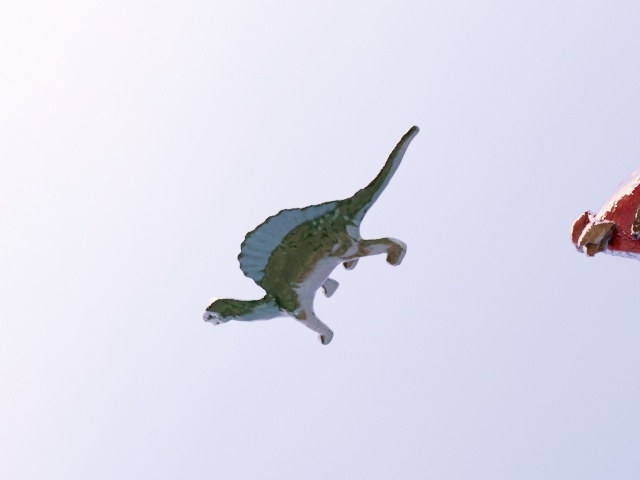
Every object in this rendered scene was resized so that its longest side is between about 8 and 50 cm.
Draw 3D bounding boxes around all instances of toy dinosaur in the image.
[{"bbox_3d":[0.000,0.001,0.357,0.119,0.060,0.029,-53,-145,27],"label":"toy dinosaur"}]

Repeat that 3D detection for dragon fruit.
[{"bbox_3d":[0.229,-0.015,0.574,0.126,0.112,0.068,8,-89,5],"label":"dragon fruit"}]
